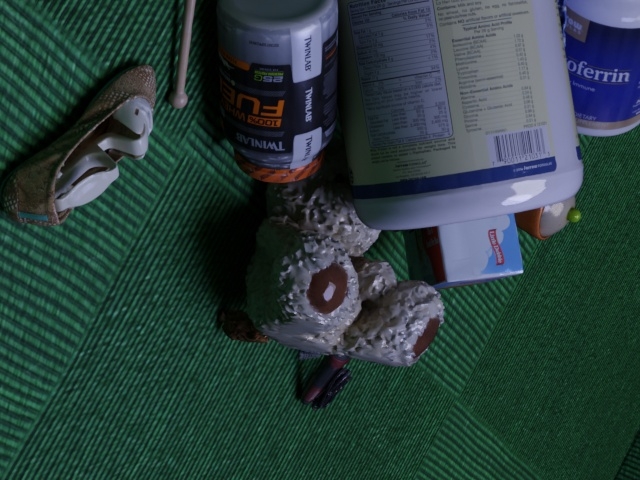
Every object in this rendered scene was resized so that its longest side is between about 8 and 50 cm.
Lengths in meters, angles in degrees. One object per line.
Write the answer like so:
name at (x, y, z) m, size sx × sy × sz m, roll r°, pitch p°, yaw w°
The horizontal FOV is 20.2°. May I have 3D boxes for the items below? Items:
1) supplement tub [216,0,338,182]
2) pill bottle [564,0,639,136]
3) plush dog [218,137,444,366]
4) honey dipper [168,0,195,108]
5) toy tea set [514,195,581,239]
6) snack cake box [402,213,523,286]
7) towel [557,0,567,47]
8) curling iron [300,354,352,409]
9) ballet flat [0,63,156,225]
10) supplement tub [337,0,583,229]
supplement tub at (-0.041, -0.157, 1.743) m, size 0.117 × 0.117 × 0.190 m, roll -42°, pitch 144°, yaw -40°
pill bottle at (0.363, -0.274, 2.266) m, size 0.153 × 0.153 × 0.264 m, roll -43°, pitch 151°, yaw -39°
plush dog at (0.000, 0.000, 1.915) m, size 0.262 × 0.210 × 0.225 m, roll 27°, pitch 69°, yaw -49°
honey dipper at (-0.124, -0.193, 1.660) m, size 0.030 × 0.030 × 0.160 m, roll -32°, pitch 141°, yaw -49°
toy tea set at (0.266, -0.092, 2.358) m, size 0.336 × 0.124 × 0.200 m, roll -11°, pitch 121°, yaw -59°
snack cake box at (0.152, -0.025, 2.052) m, size 0.264 × 0.089 × 0.152 m, roll 145°, pitch -63°, yaw -84°
towel at (0.275, -0.251, 2.145) m, size 0.243 × 0.040 × 0.336 m, roll -73°, pitch 165°, yaw -82°
curling iron at (0.030, 0.119, 2.103) m, size 0.068 × 0.035 × 0.274 m, roll -41°, pitch 165°, yaw -33°
ballet flat at (-0.193, -0.078, 1.581) m, size 0.206 × 0.067 × 0.073 m, roll -49°, pitch 148°, yaw -31°
supplement tub at (0.125, -0.186, 1.793) m, size 0.235 × 0.235 × 0.325 m, roll -15°, pitch 97°, yaw -58°
